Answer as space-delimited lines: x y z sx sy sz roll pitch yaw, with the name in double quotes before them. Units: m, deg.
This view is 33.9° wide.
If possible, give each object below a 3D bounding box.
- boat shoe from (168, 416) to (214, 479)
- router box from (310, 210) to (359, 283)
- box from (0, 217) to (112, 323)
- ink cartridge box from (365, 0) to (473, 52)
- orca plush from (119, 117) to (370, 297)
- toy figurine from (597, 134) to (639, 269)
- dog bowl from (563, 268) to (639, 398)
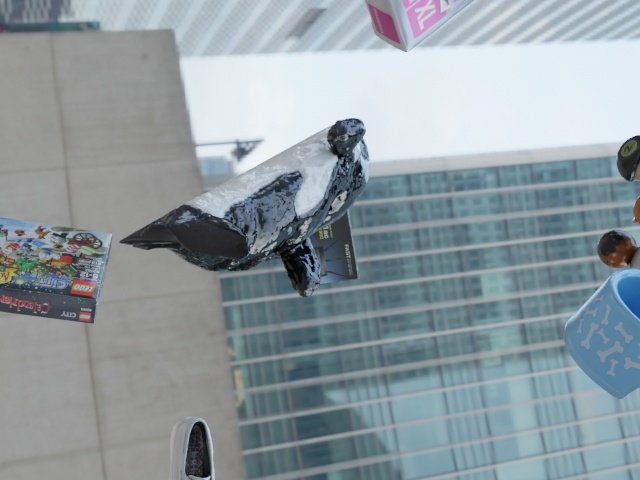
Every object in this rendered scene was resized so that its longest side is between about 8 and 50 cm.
"boat shoe" -0.178 0.344 1.498 0.063 0.066 0.184 -29 -125 59
"router box" 0.000 0.000 1.463 0.038 0.092 0.122 -56 136 -82
"box" -0.413 0.034 1.443 0.159 0.233 0.044 -94 -165 -56
"ink cartridge box" 0.161 -0.343 1.006 0.065 0.311 0.186 41 -14 38
"orca plush" -0.018 -0.011 0.753 0.102 0.151 0.287 60 14 -4
"toy figurine" 0.443 -0.053 1.305 0.148 0.213 0.209 26 -49 22
"dog bowl" 0.379 0.130 1.001 0.297 0.166 0.074 36 -57 24
